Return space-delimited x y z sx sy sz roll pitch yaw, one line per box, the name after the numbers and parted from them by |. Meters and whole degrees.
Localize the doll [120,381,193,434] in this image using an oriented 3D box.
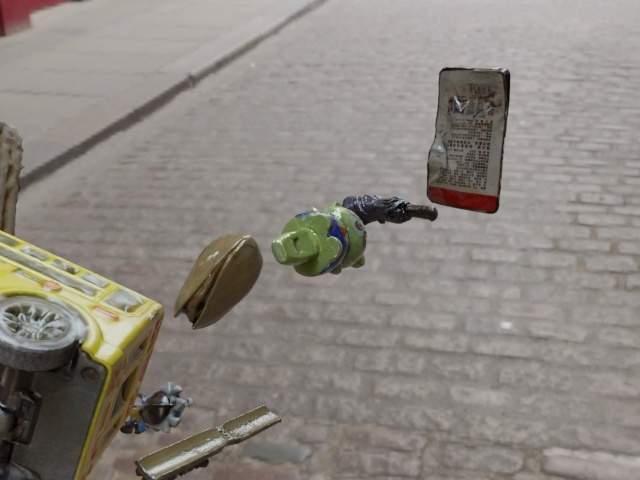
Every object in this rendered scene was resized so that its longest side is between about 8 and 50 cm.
-0.309 0.322 1.610 0.195 0.095 0.070 -21 -32 37 | doll

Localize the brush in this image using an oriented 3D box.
-0.142 0.267 1.114 0.043 0.036 0.248 42 28 22 | brush

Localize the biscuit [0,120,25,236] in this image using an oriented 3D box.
-0.393 0.083 0.872 0.144 0.425 0.078 5 -3 30 | biscuit

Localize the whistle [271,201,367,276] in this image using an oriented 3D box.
0.000 0.000 1.184 0.085 0.105 0.227 -26 -7 27 | whistle

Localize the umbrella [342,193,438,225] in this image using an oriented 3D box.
0.145 -0.057 1.745 0.248 0.070 0.071 8 24 42 | umbrella

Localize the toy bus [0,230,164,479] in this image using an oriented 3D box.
-0.287 0.047 0.593 0.330 0.144 0.152 24 24 3 | toy bus

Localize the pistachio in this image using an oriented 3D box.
-0.207 0.081 1.725 0.226 0.136 0.136 -51 39 -7 | pistachio

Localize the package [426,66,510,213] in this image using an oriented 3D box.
0.245 -0.172 1.438 0.030 0.239 0.154 -2 11 -43 | package
